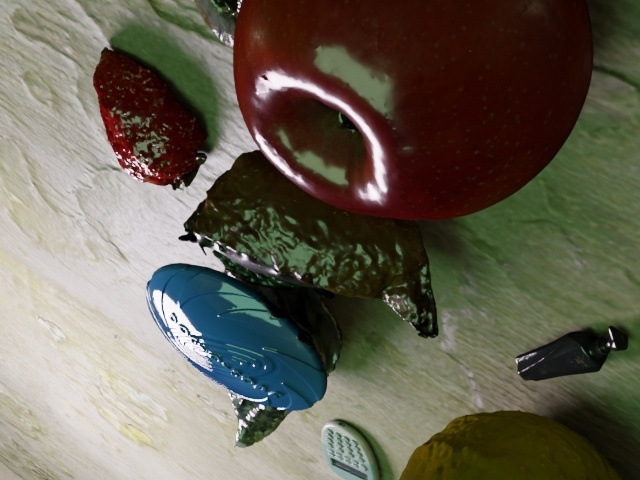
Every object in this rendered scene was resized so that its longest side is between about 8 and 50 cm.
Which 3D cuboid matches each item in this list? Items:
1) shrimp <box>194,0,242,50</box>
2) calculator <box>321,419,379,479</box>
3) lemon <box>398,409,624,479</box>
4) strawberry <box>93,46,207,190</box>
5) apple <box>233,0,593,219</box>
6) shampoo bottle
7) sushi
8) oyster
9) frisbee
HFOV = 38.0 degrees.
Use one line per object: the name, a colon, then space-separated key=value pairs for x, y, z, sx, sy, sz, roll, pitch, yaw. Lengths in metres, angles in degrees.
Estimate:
shrimp: x=-0.066 y=-0.243 z=0.852 sx=0.195 sy=0.035 sz=0.148 roll=-5 pitch=122 yaw=51
calculator: x=0.044 y=0.322 z=1.371 sx=0.095 sy=0.021 sz=0.153 roll=17 pitch=138 yaw=34
lemon: x=0.195 y=0.321 z=1.001 sx=0.268 sy=0.268 sz=0.322 roll=48 pitch=146 yaw=-7
strawberry: x=-0.211 y=-0.140 z=1.089 sx=0.146 sy=0.082 sz=0.187 roll=-21 pitch=107 yaw=47
apple: x=0.062 y=-0.134 z=0.672 sx=0.260 sy=0.216 sz=0.260 roll=28 pitch=147 yaw=20
shampoo bottle: x=0.248 y=0.114 z=0.920 sx=0.048 sy=0.027 sz=0.137 roll=46 pitch=147 yaw=-8
sushi: x=0.000 y=0.000 z=0.954 sx=0.287 sy=0.149 sz=0.140 roll=22 pitch=110 yaw=5
oyster: x=-0.067 y=0.145 z=1.196 sx=0.162 sy=0.158 sz=0.351 roll=-118 pitch=30 yaw=-42
frisbee: x=-0.104 y=0.122 z=1.057 sx=0.242 sy=0.045 sz=0.242 roll=24 pitch=144 yaw=19
